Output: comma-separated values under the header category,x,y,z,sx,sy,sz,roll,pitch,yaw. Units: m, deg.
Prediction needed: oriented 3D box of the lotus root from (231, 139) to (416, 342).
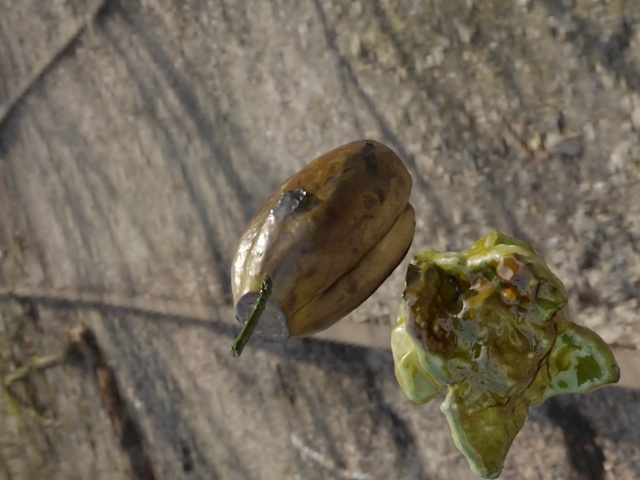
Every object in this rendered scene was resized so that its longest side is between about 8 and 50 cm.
category,x,y,z,sx,sy,sz,roll,pitch,yaw
lotus root,0.006,0.001,1.597,0.193,0.291,0.193,34,151,22

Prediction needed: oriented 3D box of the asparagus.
category,x,y,z,sx,sy,sz,roll,pitch,yaw
asparagus,-0.071,0.079,1.374,0.015,0.114,0.014,35,137,-10

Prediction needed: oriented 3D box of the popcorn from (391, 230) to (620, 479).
category,x,y,z,sx,sy,sz,roll,pitch,yaw
popcorn,0.265,0.150,1.879,0.290,0.325,0.321,-65,-20,-77
